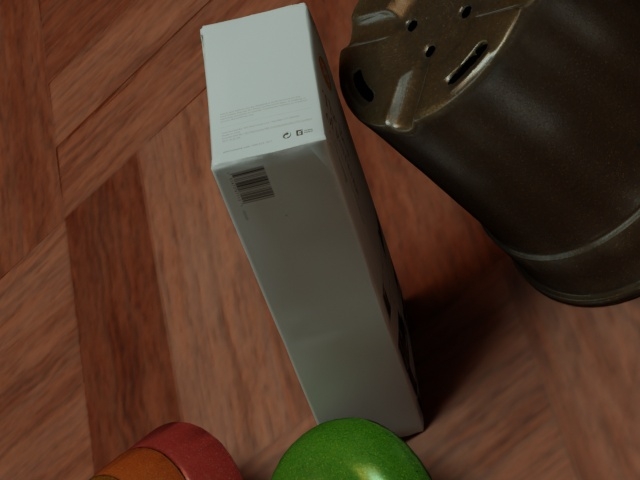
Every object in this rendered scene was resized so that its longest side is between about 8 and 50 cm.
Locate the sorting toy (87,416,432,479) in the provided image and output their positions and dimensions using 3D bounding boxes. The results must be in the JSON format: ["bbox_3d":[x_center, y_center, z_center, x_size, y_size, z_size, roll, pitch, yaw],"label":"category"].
[{"bbox_3d":[-0.037,0.159,0.914,0.365,0.126,0.127,-6,88,48],"label":"sorting toy"}]

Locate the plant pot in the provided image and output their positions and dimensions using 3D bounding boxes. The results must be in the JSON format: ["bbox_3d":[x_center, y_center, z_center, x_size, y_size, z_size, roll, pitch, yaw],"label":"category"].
[{"bbox_3d":[0.108,-0.074,0.912,0.167,0.165,0.167,-29,46,34],"label":"plant pot"}]

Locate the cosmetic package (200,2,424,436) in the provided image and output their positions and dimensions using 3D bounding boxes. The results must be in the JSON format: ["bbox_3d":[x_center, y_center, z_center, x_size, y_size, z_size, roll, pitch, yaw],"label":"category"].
[{"bbox_3d":[0.000,0.000,0.929,0.060,0.239,0.099,-15,48,5],"label":"cosmetic package"}]
